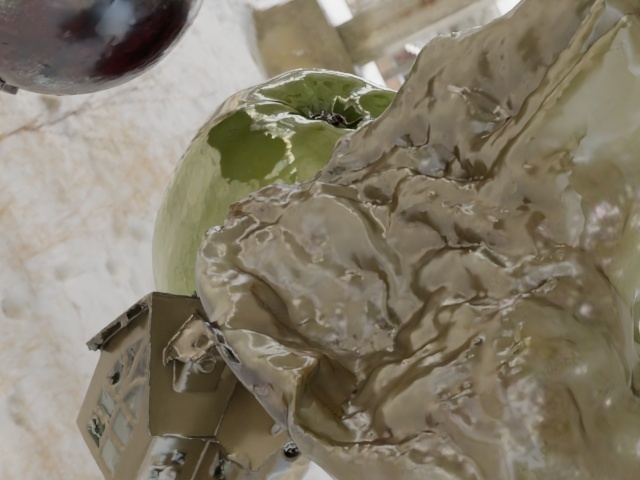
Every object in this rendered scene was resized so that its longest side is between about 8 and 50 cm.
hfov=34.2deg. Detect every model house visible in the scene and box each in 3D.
[{"bbox_3d":[-0.046,0.076,0.768,0.181,0.248,0.176,8,22,-40],"label":"model house"}]

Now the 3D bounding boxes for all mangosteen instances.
[{"bbox_3d":[-0.231,-0.275,0.894,0.311,0.311,0.311,63,6,-12],"label":"mangosteen"}]

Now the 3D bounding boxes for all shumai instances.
[{"bbox_3d":[0.102,0.013,0.546,0.217,0.283,0.346,47,-2,-26],"label":"shumai"}]

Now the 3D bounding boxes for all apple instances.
[{"bbox_3d":[0.000,0.000,1.072,0.357,0.357,0.357,63,6,-12],"label":"apple"}]
